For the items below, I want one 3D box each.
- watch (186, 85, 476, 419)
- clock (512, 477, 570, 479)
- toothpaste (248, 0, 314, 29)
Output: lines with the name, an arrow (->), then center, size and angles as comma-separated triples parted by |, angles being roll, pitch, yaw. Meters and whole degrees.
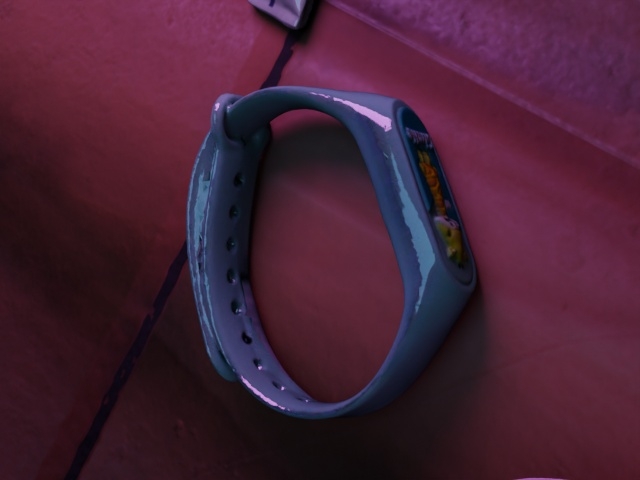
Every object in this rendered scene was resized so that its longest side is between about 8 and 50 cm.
watch -> 0.000, 0.000, 0.996 | 0.195, 0.068, 0.237 | -24, 76, 27
clock -> 0.162, 0.312, 0.754 | 0.376, 0.250, 0.368 | 1, 83, 36
toothpaste -> 0.011, -0.263, 1.041 | 0.060, 0.038, 0.233 | 31, 102, 33
